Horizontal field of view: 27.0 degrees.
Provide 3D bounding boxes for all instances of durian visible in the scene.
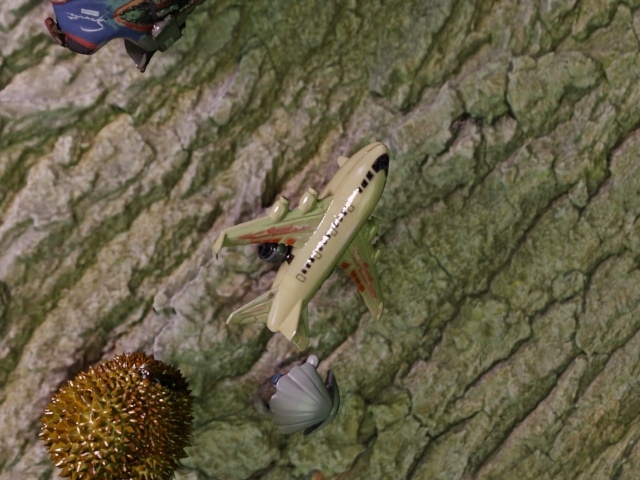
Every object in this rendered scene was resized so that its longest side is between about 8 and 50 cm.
[{"bbox_3d":[-0.203,0.190,1.356,0.158,0.137,0.168,-4,124,-53],"label":"durian"}]

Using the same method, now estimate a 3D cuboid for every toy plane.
[{"bbox_3d":[0.000,0.000,1.419,0.229,0.092,0.244,24,97,-35],"label":"toy plane"}]

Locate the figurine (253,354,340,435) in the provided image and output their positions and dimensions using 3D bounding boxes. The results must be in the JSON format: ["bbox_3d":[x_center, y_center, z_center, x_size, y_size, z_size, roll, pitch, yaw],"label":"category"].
[{"bbox_3d":[-0.022,0.173,1.504,0.086,0.082,0.094,22,89,-20],"label":"figurine"}]

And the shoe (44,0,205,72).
[{"bbox_3d":[-0.148,-0.214,1.218,0.227,0.099,0.126,-10,108,-23],"label":"shoe"}]
